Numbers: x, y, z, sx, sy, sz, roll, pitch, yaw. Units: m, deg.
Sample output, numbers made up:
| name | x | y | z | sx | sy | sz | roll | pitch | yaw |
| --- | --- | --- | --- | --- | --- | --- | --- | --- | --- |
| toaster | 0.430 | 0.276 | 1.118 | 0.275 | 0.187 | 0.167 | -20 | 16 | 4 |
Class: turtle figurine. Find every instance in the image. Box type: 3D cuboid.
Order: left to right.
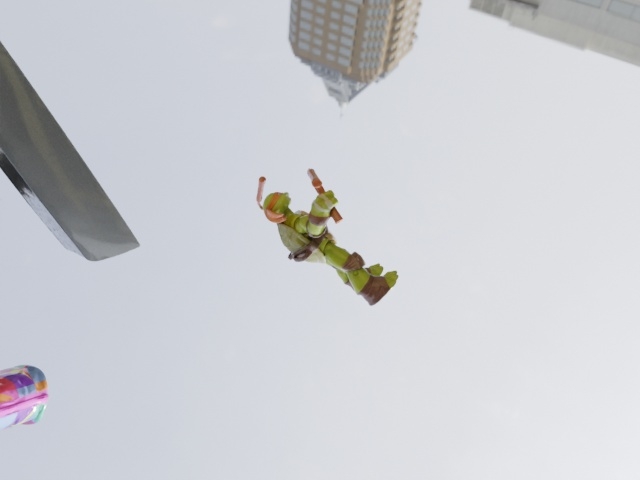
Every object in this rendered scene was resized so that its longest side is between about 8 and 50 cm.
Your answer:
| name | x | y | z | sx | sy | sz | roll | pitch | yaw |
| --- | --- | --- | --- | --- | --- | --- | --- | --- | --- |
| turtle figurine | 0.000 | 0.000 | 0.828 | 0.217 | 0.269 | 0.087 | 39 | -107 | -13 |

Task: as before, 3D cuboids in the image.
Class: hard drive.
| name | x | y | z | sx | sy | sz | roll | pitch | yaw |
| --- | --- | --- | --- | --- | --- | --- | --- | --- | --- |
| hard drive | -0.275 | -0.091 | 0.574 | 0.054 | 0.254 | 0.172 | -38 | -158 | -23 |

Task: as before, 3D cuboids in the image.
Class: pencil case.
| name | x | y | z | sx | sy | sz | roll | pitch | yaw |
| --- | --- | --- | --- | --- | --- | --- | --- | --- | --- |
| pencil case | -0.478 | 0.235 | 0.853 | 0.105 | 0.236 | 0.104 | 0 | -91 | 10 |
